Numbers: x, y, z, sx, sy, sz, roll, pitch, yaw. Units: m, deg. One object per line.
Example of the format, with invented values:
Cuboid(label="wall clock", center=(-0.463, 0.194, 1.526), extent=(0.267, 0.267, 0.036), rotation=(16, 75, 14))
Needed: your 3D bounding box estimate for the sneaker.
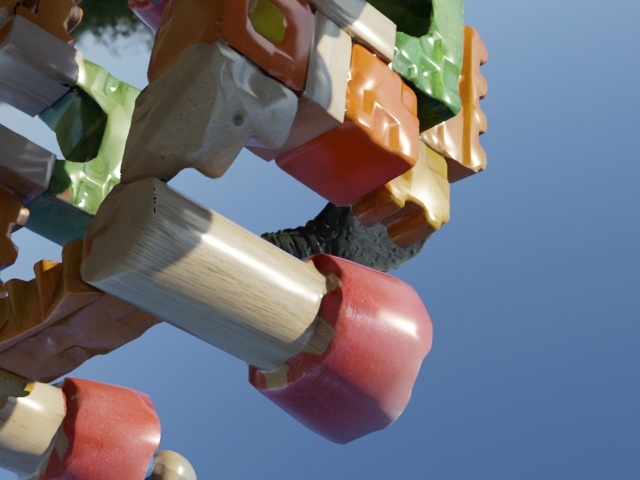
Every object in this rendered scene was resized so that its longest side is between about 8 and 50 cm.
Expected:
Cuboid(label="sneaker", center=(0.000, 0.000, 1.024), extent=(0.051, 0.170, 0.089), rotation=(141, -34, -80))

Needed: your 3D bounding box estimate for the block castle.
Cuboid(label="block castle", center=(-0.061, -0.081, 0.744), extent=(0.303, 0.213, 0.453), rotation=(-27, -135, 40))
